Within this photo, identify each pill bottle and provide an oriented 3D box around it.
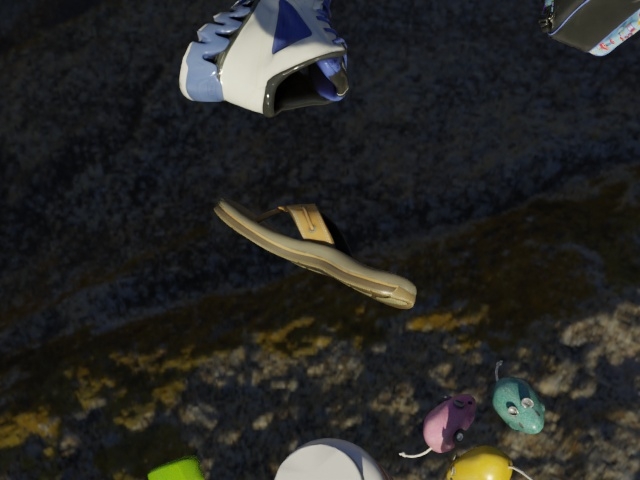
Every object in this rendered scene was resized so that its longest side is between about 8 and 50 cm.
[{"bbox_3d":[0.017,0.280,1.064,0.121,0.216,0.121,-4,70,10],"label":"pill bottle"}]

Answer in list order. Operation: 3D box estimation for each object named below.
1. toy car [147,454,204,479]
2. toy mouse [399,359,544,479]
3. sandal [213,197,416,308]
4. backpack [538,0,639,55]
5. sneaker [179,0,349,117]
[{"bbox_3d":[-0.141,0.309,0.999,0.148,0.188,0.155,-22,78,5],"label":"toy car"},{"bbox_3d":[0.142,0.157,0.880,0.161,0.031,0.143,-13,40,40],"label":"toy mouse"},{"bbox_3d":[0.000,0.000,0.761,0.180,0.072,0.049,23,87,27],"label":"sandal"},{"bbox_3d":[0.362,-0.354,1.290,0.116,0.158,0.173,19,52,-25],"label":"backpack"},{"bbox_3d":[-0.021,-0.269,1.269,0.182,0.127,0.316,27,68,14],"label":"sneaker"}]
